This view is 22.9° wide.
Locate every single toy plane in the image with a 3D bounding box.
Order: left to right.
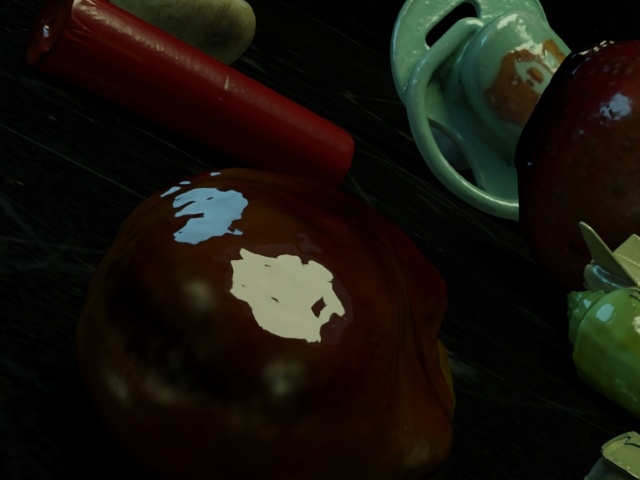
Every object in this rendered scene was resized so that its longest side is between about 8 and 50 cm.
[{"bbox_3d":[0.314,0.086,1.323,0.256,0.104,0.242,50,-13,30],"label":"toy plane"}]

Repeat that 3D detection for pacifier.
[{"bbox_3d":[0.201,-0.150,1.937,0.343,0.288,0.269,50,-27,0],"label":"pacifier"}]

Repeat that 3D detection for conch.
[{"bbox_3d":[0.250,0.094,1.227,0.095,0.079,0.201,-9,46,-36],"label":"conch"}]

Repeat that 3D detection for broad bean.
[{"bbox_3d":[-0.010,0.042,0.654,0.156,0.122,0.228,33,14,20],"label":"broad bean"}]

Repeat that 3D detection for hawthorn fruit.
[{"bbox_3d":[0.324,-0.053,1.534,0.316,0.316,0.316,30,11,-6],"label":"hawthorn fruit"}]

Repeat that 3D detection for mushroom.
[{"bbox_3d":[-0.139,-0.238,1.539,0.166,0.127,0.166,29,4,-2],"label":"mushroom"}]

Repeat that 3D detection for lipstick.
[{"bbox_3d":[-0.098,-0.113,1.240,0.280,0.073,0.073,25,12,-33],"label":"lipstick"}]

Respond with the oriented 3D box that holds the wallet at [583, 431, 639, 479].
[{"bbox_3d":[0.237,0.172,0.949,0.155,0.039,0.110,34,10,21],"label":"wallet"}]
